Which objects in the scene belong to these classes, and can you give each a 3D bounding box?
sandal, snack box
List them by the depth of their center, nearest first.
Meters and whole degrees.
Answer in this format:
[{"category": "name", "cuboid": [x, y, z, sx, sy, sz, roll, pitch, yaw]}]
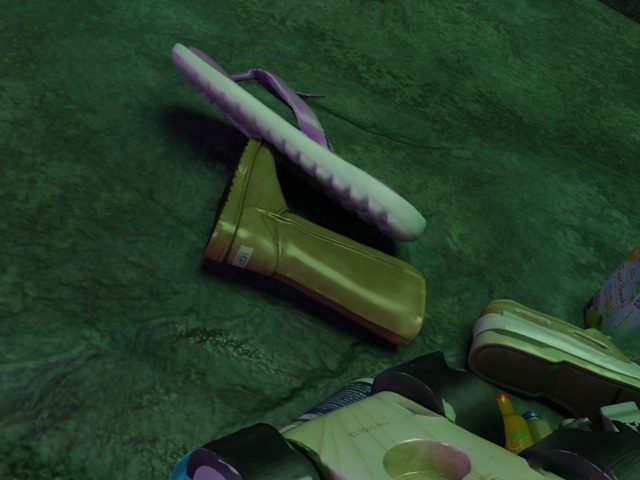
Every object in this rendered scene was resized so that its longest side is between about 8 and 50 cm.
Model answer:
[{"category": "sandal", "cuboid": [-0.019, -0.149, 1.101, 0.416, 0.102, 0.169, 38, -6, 0]}, {"category": "snack box", "cuboid": [0.424, 0.086, 1.125, 0.037, 0.141, 0.100, 24, 38, -4]}]

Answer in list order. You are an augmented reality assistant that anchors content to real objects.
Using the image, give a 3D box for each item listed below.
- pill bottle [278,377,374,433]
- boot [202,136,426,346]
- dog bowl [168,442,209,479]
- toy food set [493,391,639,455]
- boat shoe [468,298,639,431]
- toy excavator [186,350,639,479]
[{"category": "pill bottle", "cuboid": [0.036, 0.195, 0.802, 0.094, 0.094, 0.169, 45, 41, 20]}, {"category": "boot", "cuboid": [0.000, 0.000, 1.018, 0.270, 0.089, 0.236, 23, 41, -11]}, {"category": "dog bowl", "cuboid": [-0.113, 0.280, 0.634, 0.166, 0.074, 0.297, 44, 41, 19]}, {"category": "toy food set", "cuboid": [0.314, 0.221, 0.917, 0.232, 0.111, 0.104, -12, 45, 1]}, {"category": "boat shoe", "cuboid": [0.337, 0.161, 1.011, 0.302, 0.113, 0.103, 26, 44, -2]}, {"category": "toy excavator", "cuboid": [0.123, 0.351, 0.520, 0.222, 0.445, 0.433, -16, 22, -35]}]
